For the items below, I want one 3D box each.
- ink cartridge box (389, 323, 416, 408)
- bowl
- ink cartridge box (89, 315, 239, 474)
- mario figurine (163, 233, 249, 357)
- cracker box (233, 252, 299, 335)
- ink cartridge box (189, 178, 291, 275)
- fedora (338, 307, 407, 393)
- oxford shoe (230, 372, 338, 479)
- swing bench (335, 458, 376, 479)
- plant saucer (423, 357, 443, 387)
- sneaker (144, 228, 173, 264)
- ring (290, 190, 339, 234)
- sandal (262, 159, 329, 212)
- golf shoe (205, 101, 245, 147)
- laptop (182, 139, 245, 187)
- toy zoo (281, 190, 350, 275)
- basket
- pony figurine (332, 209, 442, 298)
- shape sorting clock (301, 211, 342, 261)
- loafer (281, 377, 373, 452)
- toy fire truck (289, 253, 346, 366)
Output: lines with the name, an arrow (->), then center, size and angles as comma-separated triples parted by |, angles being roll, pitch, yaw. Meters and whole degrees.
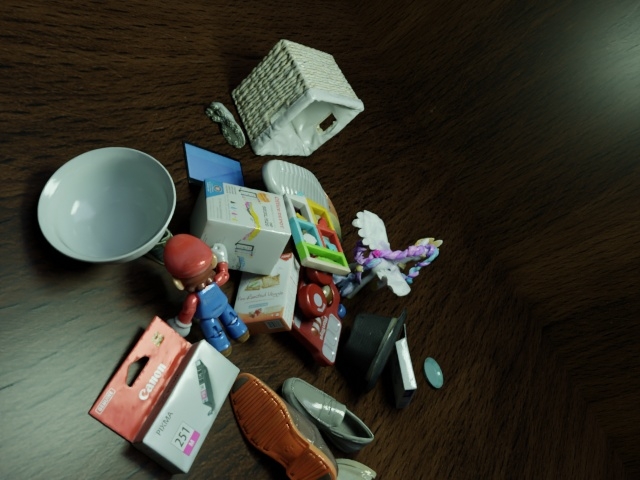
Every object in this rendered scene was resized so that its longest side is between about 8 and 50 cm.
ink cartridge box -> 0.269, 0.427, 1.916 | 0.223, 0.045, 0.224 | 91, -6, -58
bowl -> -0.477, -0.059, 1.311 | 0.298, 0.134, 0.298 | 2, 64, -3
ink cartridge box -> -0.336, 0.336, 1.273 | 0.239, 0.060, 0.275 | 46, 44, -21
mario figurine -> -0.304, 0.129, 1.425 | 0.198, 0.170, 0.320 | -74, 146, -66
cracker box -> -0.152, 0.150, 1.596 | 0.232, 0.156, 0.067 | -84, 156, -43
ink cartridge box -> -0.225, -0.035, 1.557 | 0.233, 0.168, 0.171 | 11, 41, -24
fedora -> 0.157, 0.327, 1.827 | 0.152, 0.334, 0.334 | 25, 34, 10
oxford shoe -> -0.094, 0.487, 1.459 | 0.363, 0.130, 0.133 | 50, 10, 6
swing bench -> 0.070, 0.729, 1.435 | 0.254, 0.165, 0.253 | 56, 34, -4
plant saucer -> 0.433, 0.516, 2.203 | 0.119, 0.021, 0.119 | 32, 42, -35
sneaker -> -0.403, 0.009, 1.449 | 0.192, 0.086, 0.064 | 28, 44, -38
ring -> -0.053, -0.107, 2.048 | 0.336, 0.032, 0.336 | 32, 41, -34
sandal -> -0.093, -0.169, 1.916 | 0.416, 0.102, 0.169 | 30, 51, -59
golf shoe -> -0.305, -0.397, 1.916 | 0.176, 0.069, 0.086 | 55, 28, -9
laptop -> -0.272, -0.202, 1.737 | 0.234, 0.264, 0.136 | 14, 91, -47
toy zoo -> -0.023, -0.035, 1.732 | 0.192, 0.030, 0.293 | 18, 43, -45
basket -> -0.091, -0.499, 2.046 | 0.331, 0.328, 0.266 | -10, 69, -54
pony figurine -> 0.203, 0.076, 1.936 | 0.351, 0.363, 0.303 | 2, 63, -52
shape sorting clock -> 0.000, 0.000, 1.948 | 0.206, 0.040, 0.206 | -7, 100, -45
loafer -> 0.023, 0.488, 1.607 | 0.319, 0.111, 0.112 | 43, 37, -23
toy fire truck -> -0.019, 0.203, 1.735 | 0.254, 0.169, 0.302 | 50, 34, -28
